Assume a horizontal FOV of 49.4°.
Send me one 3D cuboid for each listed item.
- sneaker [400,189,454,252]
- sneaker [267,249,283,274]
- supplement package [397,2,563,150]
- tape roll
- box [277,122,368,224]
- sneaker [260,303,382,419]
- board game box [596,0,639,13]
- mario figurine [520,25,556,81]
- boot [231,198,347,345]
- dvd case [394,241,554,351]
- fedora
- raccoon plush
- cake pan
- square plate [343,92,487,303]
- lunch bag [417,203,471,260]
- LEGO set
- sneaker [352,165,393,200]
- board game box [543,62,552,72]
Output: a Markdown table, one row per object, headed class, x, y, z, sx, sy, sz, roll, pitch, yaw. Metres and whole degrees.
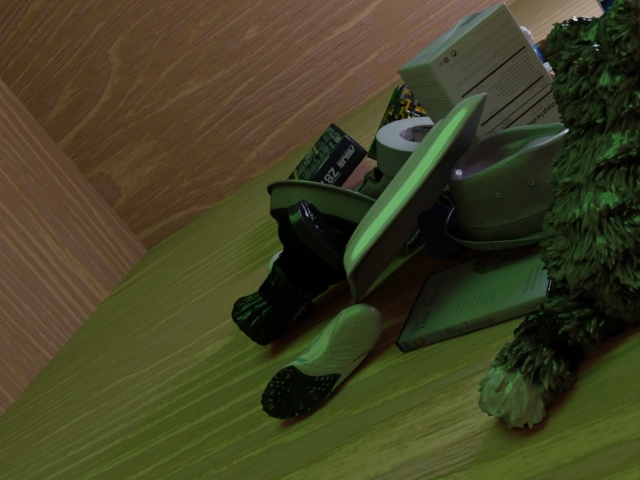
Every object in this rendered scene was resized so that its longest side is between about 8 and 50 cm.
| class | x | y | z | sx | sy | sz | roll | pitch | yaw |
| --- | --- | --- | --- | --- | --- | --- | --- | --- | --- |
| sneaker | 0.197 | -0.043 | 1.377 | 0.162 | 0.063 | 0.073 | -38 | 10 | -8 |
| sneaker | 0.000 | 0.001 | 1.649 | 0.146 | 0.102 | 0.293 | -19 | 27 | 38 |
| supplement package | 0.313 | -0.252 | 1.280 | 0.175 | 0.293 | 0.177 | -39 | 15 | -3 |
| tape roll | 0.234 | -0.207 | 1.554 | 0.219 | 0.072 | 0.219 | -5 | 29 | 3 |
| box | -0.013 | -0.193 | 2.099 | 0.318 | 0.097 | 0.395 | -50 | 13 | 7 |
| sneaker | 0.007 | 0.194 | 1.099 | 0.237 | 0.085 | 0.086 | -42 | -11 | -4 |
| board game box | 0.627 | -0.376 | 1.129 | 0.053 | 0.193 | 0.305 | -45 | 17 | -23 |
| mario figurine | 0.401 | -0.313 | 1.460 | 0.321 | 0.198 | 0.170 | -29 | -12 | -25 |
| boot | -0.069 | 0.076 | 1.313 | 0.260 | 0.131 | 0.348 | -34 | -23 | 4 |
| dvd case | 0.238 | 0.069 | 1.024 | 0.253 | 0.022 | 0.180 | -26 | 19 | 38 |
| fedora | 0.307 | -0.097 | 1.055 | 0.275 | 0.124 | 0.243 | -17 | 24 | 24 |
| raccoon plush | 0.284 | -0.050 | 0.740 | 0.446 | 0.299 | 0.216 | -45 | 17 | -25 |
| cake pan | 0.024 | -0.048 | 1.439 | 0.293 | 0.293 | 0.054 | -7 | 66 | 62 |
| square plate | 0.142 | -0.058 | 1.165 | 0.344 | 0.049 | 0.347 | -52 | -11 | -7 |
| lunch bag | 0.217 | -0.012 | 1.184 | 0.067 | 0.098 | 0.065 | -24 | -14 | 38 |
| LEGO set | 0.258 | -0.278 | 1.812 | 0.331 | 0.192 | 0.255 | 160 | 132 | -85 |
| sneaker | 0.143 | -0.134 | 1.686 | 0.100 | 0.108 | 0.271 | -44 | 15 | -16 |
| board game box | 0.549 | -0.428 | 1.795 | 0.090 | 0.020 | 0.090 | -37 | 14 | 1 |
